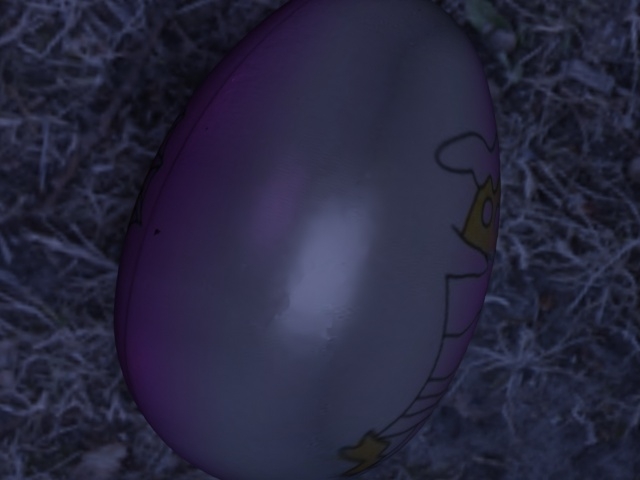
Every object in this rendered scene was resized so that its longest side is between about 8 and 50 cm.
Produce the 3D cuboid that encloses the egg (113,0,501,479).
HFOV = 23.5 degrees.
[{"bbox_3d":[0.000,0.000,0.807,0.196,0.196,0.271,30,92,-17],"label":"egg"}]
